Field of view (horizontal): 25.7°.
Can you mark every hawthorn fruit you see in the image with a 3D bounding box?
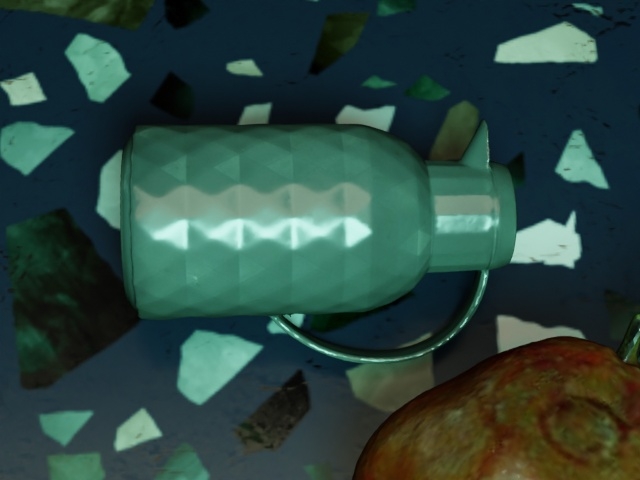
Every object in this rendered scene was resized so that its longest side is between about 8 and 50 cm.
[{"bbox_3d":[0.147,0.165,0.913,0.224,0.224,0.261,39,84,13],"label":"hawthorn fruit"}]

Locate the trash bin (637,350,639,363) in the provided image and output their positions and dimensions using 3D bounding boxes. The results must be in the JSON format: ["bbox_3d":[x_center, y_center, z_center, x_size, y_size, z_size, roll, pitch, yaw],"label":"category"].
[{"bbox_3d":[0.384,0.203,0.917,0.296,0.256,0.367,-5,76,-6],"label":"trash bin"}]

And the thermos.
[{"bbox_3d":[0.000,0.000,1.033,0.287,0.145,0.182,1,99,-3],"label":"thermos"}]
